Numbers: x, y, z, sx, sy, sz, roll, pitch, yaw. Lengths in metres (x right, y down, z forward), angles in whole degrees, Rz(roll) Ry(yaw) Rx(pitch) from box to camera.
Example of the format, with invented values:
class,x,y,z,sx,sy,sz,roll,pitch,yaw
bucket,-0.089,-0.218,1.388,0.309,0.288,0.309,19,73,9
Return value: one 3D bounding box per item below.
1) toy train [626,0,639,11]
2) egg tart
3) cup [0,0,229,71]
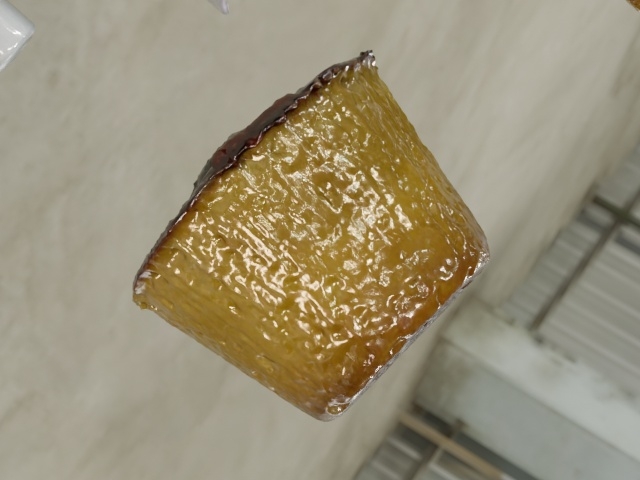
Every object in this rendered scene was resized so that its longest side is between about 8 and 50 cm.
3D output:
class,x,y,z,sx,sy,sz,roll,pitch,yaw
toy train,0.399,-0.387,1.492,0.429,0.178,0.249,-47,-164,11
egg tart,0.000,0.000,0.957,0.215,0.171,0.215,-46,174,-6
cup,-0.079,-0.208,0.772,0.299,0.173,0.167,-51,-169,5
